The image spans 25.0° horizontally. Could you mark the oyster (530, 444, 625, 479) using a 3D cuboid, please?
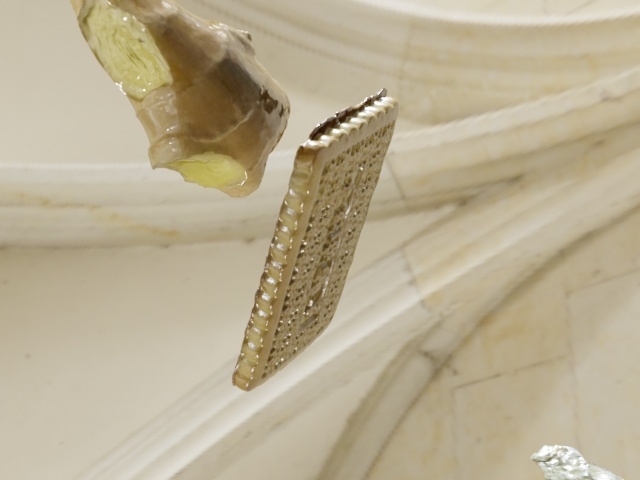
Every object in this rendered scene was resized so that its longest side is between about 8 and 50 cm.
[{"bbox_3d":[0.168,0.159,0.786,0.037,0.098,0.100,-42,-66,-15],"label":"oyster"}]

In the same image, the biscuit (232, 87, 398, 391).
[{"bbox_3d":[0.000,0.000,1.251,0.029,0.254,0.172,26,-150,18],"label":"biscuit"}]

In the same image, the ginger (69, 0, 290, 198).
[{"bbox_3d":[-0.123,-0.163,1.061,0.131,0.086,0.294,-35,-85,-32],"label":"ginger"}]
